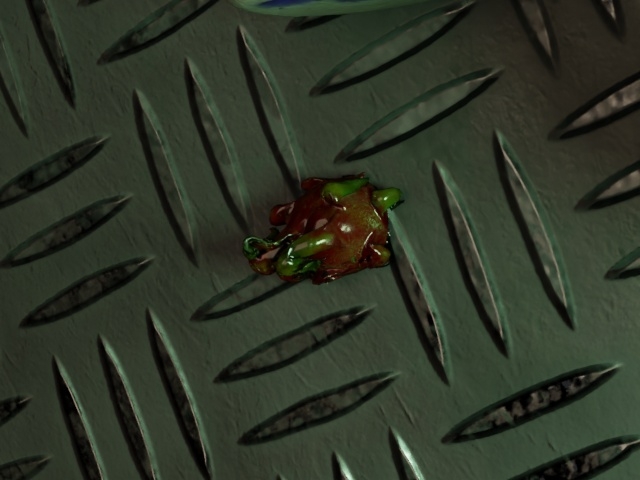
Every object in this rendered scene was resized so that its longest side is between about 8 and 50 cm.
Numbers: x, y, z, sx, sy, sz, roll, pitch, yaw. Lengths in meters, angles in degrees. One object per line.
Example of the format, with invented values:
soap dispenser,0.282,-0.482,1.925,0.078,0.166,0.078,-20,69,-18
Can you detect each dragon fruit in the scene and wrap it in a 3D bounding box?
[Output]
dragon fruit,0.000,0.000,1.858,0.138,0.175,0.142,43,140,33

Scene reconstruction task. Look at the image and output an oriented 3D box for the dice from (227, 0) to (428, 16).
dice,0.042,-0.405,1.735,0.304,0.277,0.304,-6,90,31
